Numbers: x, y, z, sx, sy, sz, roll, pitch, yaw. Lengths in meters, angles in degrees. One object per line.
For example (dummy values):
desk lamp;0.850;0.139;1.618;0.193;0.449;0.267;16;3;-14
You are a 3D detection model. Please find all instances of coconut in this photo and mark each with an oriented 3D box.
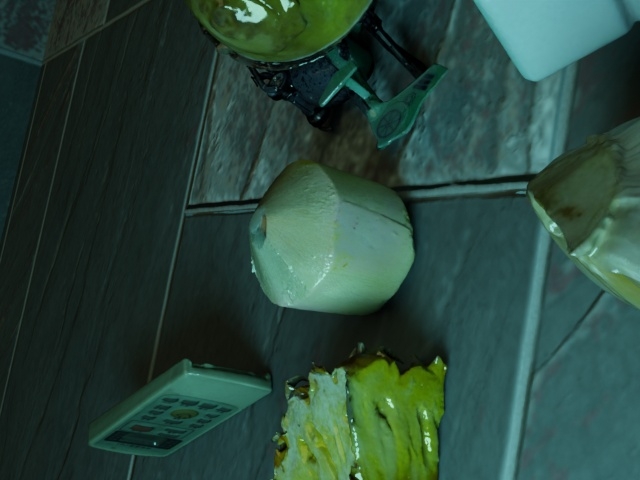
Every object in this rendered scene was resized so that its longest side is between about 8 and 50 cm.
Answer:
coconut;0.000;0.000;0.843;0.147;0.152;0.147;-27;56;51

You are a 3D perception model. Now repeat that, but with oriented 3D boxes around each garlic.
garlic;0.225;-0.009;0.505;0.143;0.178;0.229;-52;17;2

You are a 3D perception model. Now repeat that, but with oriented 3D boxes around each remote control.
remote control;-0.179;0.211;1.056;0.285;0.123;0.038;-34;49;43

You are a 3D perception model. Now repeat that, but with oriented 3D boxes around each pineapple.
pineapple;0.034;0.207;0.772;0.186;0.114;0.237;58;135;48

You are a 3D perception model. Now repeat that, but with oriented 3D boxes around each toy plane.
toy plane;0.017;-0.198;0.955;0.155;0.106;0.382;-49;34;15

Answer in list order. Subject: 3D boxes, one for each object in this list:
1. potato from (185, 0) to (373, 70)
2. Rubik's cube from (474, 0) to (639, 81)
potato;-0.071;-0.395;0.773;0.289;0.296;0.397;29;94;19
Rubik's cube;0.166;-0.356;0.517;0.318;0.316;0.322;-27;51;22
